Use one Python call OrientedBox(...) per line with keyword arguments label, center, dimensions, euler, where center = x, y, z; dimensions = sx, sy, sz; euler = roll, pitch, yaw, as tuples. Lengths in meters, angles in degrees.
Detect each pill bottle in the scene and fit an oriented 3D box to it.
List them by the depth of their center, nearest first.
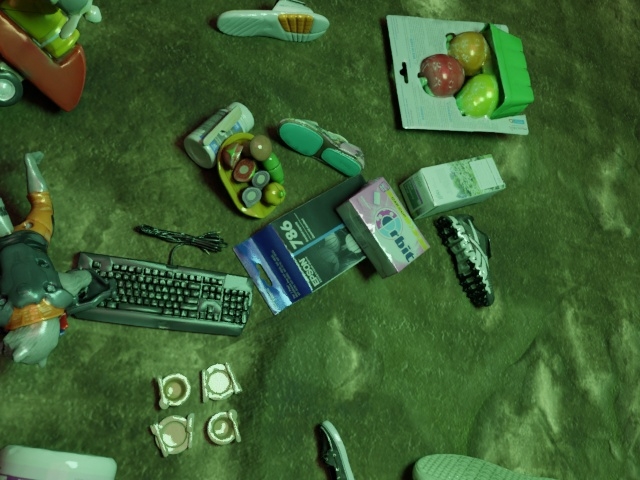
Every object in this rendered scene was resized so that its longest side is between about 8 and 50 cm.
OrientedBox(label="pill bottle", center=(-0.396, 0.445, 0.803), dimensions=(0.169, 0.169, 0.301), euler=(17, 67, -21))
OrientedBox(label="pill bottle", center=(-0.200, -0.214, 1.180), dimensions=(0.078, 0.078, 0.137), euler=(44, 60, -7))

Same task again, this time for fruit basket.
OrientedBox(label="fruit basket", center=(0.348, -0.418, 1.506), dimensions=(0.354, 0.165, 0.326), euler=(-3, 73, -11))

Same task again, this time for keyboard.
OrientedBox(label="keyboard", center=(-0.275, 0.061, 1.077), dimensions=(0.318, 0.033, 0.201), euler=(10, 68, -24))

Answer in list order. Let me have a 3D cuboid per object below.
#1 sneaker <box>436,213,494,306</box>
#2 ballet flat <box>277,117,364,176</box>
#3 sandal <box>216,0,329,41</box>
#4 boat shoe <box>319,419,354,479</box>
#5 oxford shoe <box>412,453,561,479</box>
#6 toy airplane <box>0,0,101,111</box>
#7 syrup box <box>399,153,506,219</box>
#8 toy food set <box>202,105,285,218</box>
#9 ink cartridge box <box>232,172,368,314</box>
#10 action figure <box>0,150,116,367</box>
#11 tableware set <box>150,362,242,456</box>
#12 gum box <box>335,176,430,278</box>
OrientedBox(label="sneaker", center=(0.365, 0.037, 1.375), dimensions=(0.106, 0.078, 0.234), euler=(-19, 80, -28))
OrientedBox(label="ballet flat", center=(0.003, -0.217, 1.294), dimensions=(0.222, 0.077, 0.079), euler=(25, 45, -22))
OrientedBox(label="sandal", center=(-0.104, -0.507, 1.316), dimensions=(0.266, 0.102, 0.076), euler=(-4, 78, -26))
OrientedBox(label="boat shoe", center=(0.024, 0.409, 1.096), dimensions=(0.040, 0.049, 0.142), euler=(-17, 83, -30))
OrientedBox(label="oxford shoe", center=(0.379, 0.540, 1.179), dimensions=(0.450, 0.169, 0.130), euler=(20, 101, -18))
OrientedBox(label="toy airplane", center=(-0.496, -0.438, 0.934), dimensions=(0.273, 0.384, 0.386), euler=(-33, 88, -21))
OrientedBox(label="syrup box", center=(0.314, -0.128, 1.396), dimensions=(0.237, 0.096, 0.093), euler=(-15, 78, -29))
OrientedBox(label="toy food set", center=(-0.128, -0.144, 1.148), dimensions=(0.128, 0.071, 0.217), euler=(-46, 121, -32))
OrientedBox(label="ink cartridge box", center=(0.000, 0.000, 1.217), dimensions=(0.333, 0.065, 0.165), euler=(-33, 90, -30))
OrientedBox(label="action figure", center=(-0.505, 0.049, 0.882), dimensions=(0.342, 0.178, 0.330), euler=(-24, 75, -25))
OrientedBox(label="tableware set", center=(-0.215, 0.294, 1.033), dimensions=(0.169, 0.020, 0.141), euler=(-3, 74, -28))
OrientedBox(label="gum box", center=(0.126, -0.030, 1.217), dimensions=(0.107, 0.062, 0.188), euler=(-35, 91, -32))
